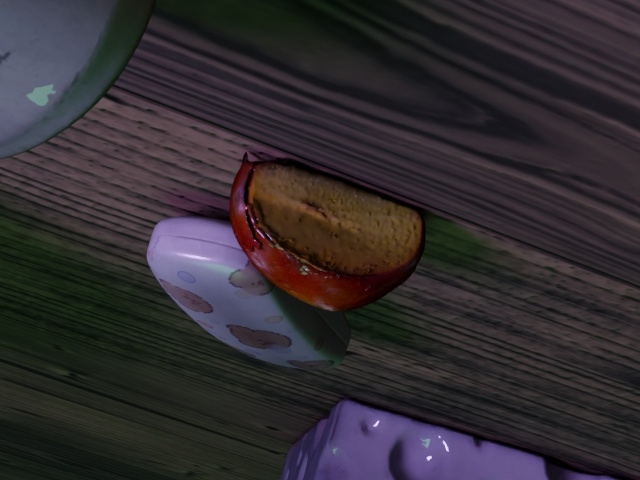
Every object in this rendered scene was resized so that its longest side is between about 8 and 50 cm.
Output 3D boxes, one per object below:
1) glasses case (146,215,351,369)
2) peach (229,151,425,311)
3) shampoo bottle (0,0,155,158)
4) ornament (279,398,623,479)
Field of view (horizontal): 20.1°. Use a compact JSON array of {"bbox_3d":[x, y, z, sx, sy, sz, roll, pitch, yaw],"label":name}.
[{"bbox_3d":[-0.032,0.027,0.863,0.063,0.041,0.164,9,163,20],"label":"glasses case"},{"bbox_3d":[0.000,0.000,0.737,0.077,0.050,0.083,5,158,26],"label":"peach"},{"bbox_3d":[-0.161,-0.104,0.452,0.234,0.087,0.118,28,159,-38],"label":"shampoo bottle"},{"bbox_3d":[0.076,0.269,1.226,0.240,0.239,0.240,16,164,-5],"label":"ornament"}]
